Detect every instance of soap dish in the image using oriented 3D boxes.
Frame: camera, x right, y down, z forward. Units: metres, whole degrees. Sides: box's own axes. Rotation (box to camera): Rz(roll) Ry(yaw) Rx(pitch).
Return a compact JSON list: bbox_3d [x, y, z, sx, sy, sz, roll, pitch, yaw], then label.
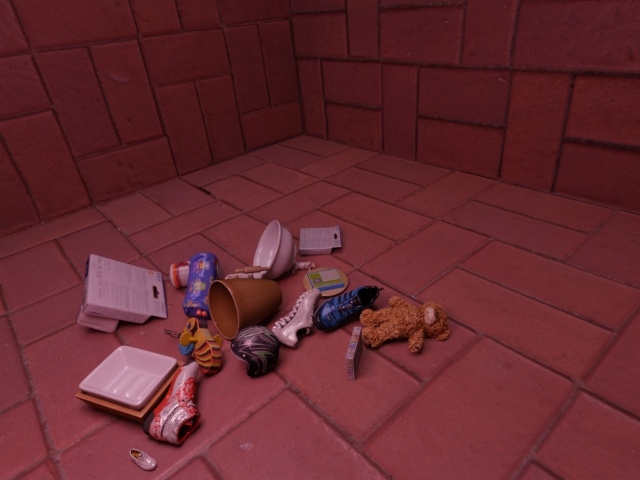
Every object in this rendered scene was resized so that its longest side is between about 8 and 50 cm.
[{"bbox_3d":[-0.640,0.492,1.442,0.290,0.118,0.229,7,33,21],"label":"soap dish"}]

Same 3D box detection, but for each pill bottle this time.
[{"bbox_3d":[-0.592,0.153,2.009,0.220,0.121,0.121,-9,30,-4],"label":"pill bottle"}]

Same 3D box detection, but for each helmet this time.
[{"bbox_3d":[-0.232,0.385,1.503,0.169,0.162,0.169,-5,30,3],"label":"helmet"}]

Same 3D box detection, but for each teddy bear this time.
[{"bbox_3d":[0.314,0.307,1.586,0.337,0.113,0.245,4,34,17],"label":"teddy bear"}]

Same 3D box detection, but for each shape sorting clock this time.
[{"bbox_3d":[0.022,0.187,1.913,0.206,0.041,0.206,-1,30,1],"label":"shape sorting clock"}]

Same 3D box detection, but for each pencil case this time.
[{"bbox_3d":[-0.523,0.192,1.830,0.133,0.119,0.306,8,51,-17],"label":"pencil case"}]

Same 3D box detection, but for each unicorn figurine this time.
[{"bbox_3d":[-0.101,0.120,2.046,0.161,0.060,0.111,12,22,3],"label":"unicorn figurine"}]

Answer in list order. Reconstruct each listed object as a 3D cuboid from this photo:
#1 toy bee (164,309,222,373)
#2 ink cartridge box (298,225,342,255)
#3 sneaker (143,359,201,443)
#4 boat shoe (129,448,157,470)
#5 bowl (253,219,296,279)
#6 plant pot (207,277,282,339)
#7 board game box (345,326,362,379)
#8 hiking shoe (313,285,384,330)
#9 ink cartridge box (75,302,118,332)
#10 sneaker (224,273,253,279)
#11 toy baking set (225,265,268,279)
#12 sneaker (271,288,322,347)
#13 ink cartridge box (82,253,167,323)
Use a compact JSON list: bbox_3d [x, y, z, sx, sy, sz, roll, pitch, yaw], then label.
[{"bbox_3d":[-0.466,0.353,1.573,0.298,0.162,0.195,28,2,14],"label":"toy bee"},{"bbox_3d":[0.000,0.000,2.233,0.223,0.045,0.223,-4,31,3],"label":"ink cartridge box"},{"bbox_3d":[-0.433,0.523,1.366,0.144,0.090,0.270,8,42,22],"label":"sneaker"},{"bbox_3d":[-0.526,0.644,1.242,0.100,0.035,0.035,12,35,29],"label":"boat shoe"},{"bbox_3d":[-0.203,0.064,1.995,0.134,0.298,0.298,20,21,-24],"label":"bowl"},{"bbox_3d":[-0.289,0.248,1.717,0.254,0.237,0.237,-14,28,-40],"label":"plant pot"},{"bbox_3d":[0.120,0.394,1.478,0.026,0.104,0.154,3,31,16],"label":"board game box"},{"bbox_3d":[0.104,0.252,1.668,0.304,0.132,0.113,-28,81,-30],"label":"hiking shoe"},{"bbox_3d":[-0.938,0.281,1.823,0.158,0.092,0.218,22,24,-22],"label":"ink cartridge box"},{"bbox_3d":[-0.382,0.191,1.934,0.087,0.092,0.229,3,30,20],"label":"sneaker"},{"bbox_3d":[-0.313,0.177,1.831,0.256,0.197,0.030,-5,51,-39],"label":"toy baking set"},{"bbox_3d":[-0.069,0.310,1.674,0.118,0.110,0.292,21,47,26],"label":"sneaker"},{"bbox_3d":[-0.856,0.221,1.849,0.330,0.071,0.324,24,22,-37],"label":"ink cartridge box"}]
